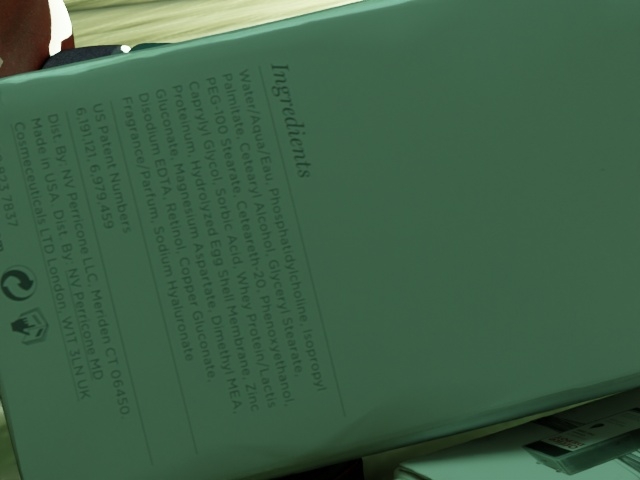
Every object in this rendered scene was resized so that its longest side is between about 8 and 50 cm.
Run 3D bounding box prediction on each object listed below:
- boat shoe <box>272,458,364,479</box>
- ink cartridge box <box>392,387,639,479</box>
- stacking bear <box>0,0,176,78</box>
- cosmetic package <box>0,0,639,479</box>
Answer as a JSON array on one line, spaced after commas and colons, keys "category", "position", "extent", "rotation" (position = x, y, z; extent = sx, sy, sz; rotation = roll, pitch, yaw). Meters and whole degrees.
[{"category": "boat shoe", "position": [-0.040, 0.101, 0.712], "extent": [0.133, 0.042, 0.049], "rotation": [-14, 22, -32]}, {"category": "ink cartridge box", "position": [0.091, 0.105, 0.589], "extent": [0.135, 0.099, 0.056], "rotation": [-14, 21, -33]}, {"category": "stacking bear", "position": [-0.023, -0.012, 0.903], "extent": [0.289, 0.175, 0.164], "rotation": [8, 16, 4]}, {"category": "cosmetic package", "position": [0.000, 0.000, 0.662], "extent": [0.225, 0.138, 0.224], "rotation": [-15, 0, -5]}]
